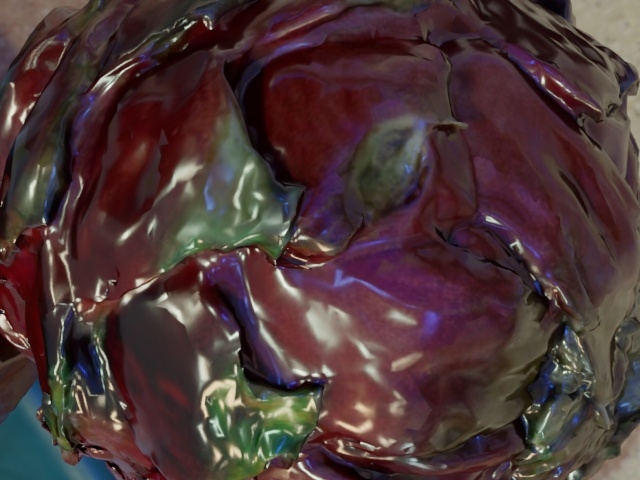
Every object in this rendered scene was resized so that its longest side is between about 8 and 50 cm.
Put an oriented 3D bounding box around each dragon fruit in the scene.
[{"bbox_3d":[-0.002,0.000,0.714,0.329,0.329,0.329,29,134,34],"label":"dragon fruit"}]

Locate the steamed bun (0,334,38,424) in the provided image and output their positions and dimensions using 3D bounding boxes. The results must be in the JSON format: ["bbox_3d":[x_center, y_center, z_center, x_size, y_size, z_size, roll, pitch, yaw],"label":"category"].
[{"bbox_3d":[-0.340,0.070,0.883,0.248,0.235,0.379,50,130,7],"label":"steamed bun"}]
